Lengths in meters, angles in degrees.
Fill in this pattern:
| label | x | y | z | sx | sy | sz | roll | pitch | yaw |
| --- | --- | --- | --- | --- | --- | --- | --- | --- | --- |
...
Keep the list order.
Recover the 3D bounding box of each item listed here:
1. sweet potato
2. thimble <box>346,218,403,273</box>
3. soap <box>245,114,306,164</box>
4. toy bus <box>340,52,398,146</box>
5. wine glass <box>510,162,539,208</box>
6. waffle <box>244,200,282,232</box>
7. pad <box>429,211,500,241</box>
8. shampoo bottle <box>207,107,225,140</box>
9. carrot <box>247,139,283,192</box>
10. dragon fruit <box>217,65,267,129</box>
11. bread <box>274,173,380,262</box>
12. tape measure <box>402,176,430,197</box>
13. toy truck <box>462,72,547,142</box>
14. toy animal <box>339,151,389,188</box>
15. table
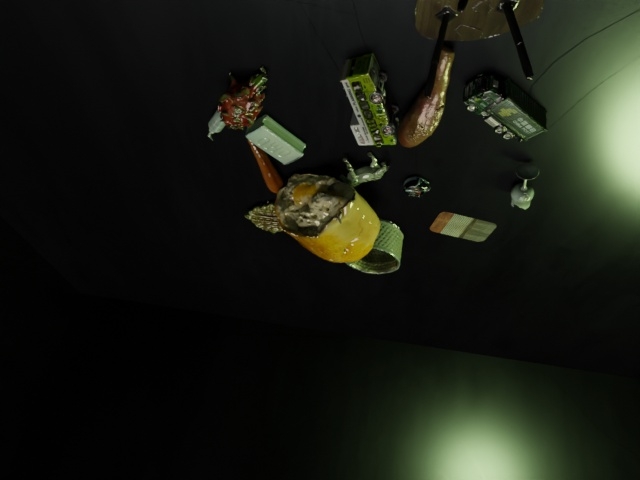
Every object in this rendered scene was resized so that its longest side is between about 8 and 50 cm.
| label | x | y | z | sx | sy | sz | roll | pitch | yaw |
| --- | --- | --- | --- | --- | --- | --- | --- | --- | --- |
| sweet potato | 0.327 | -0.411 | 1.614 | 0.109 | 0.109 | 0.385 | 14 | 145 | -7 |
| thimble | 0.232 | 0.027 | 2.389 | 0.270 | 0.150 | 0.271 | 8 | 152 | 4 |
| soap | -0.161 | -0.356 | 1.915 | 0.198 | 0.063 | 0.114 | 32 | 147 | -33 |
| toy bus | 0.149 | -0.421 | 1.649 | 0.139 | 0.113 | 0.302 | -2 | 147 | 23 |
| wine glass | 0.721 | -0.188 | 1.905 | 0.079 | 0.079 | 0.195 | 2 | 149 | 15 |
| waffle | -0.210 | -0.101 | 2.407 | 0.214 | 0.054 | 0.207 | -24 | 133 | 38 |
| pad | 0.607 | -0.069 | 2.184 | 0.249 | 0.055 | 0.323 | 13 | 169 | -3 |
| shampoo bottle | -0.359 | -0.416 | 1.881 | 0.056 | 0.056 | 0.195 | 24 | 149 | -24 |
| carrot | -0.208 | -0.287 | 2.072 | 0.069 | 0.069 | 0.336 | 0 | 143 | 19 |
| dragon fruit | -0.246 | -0.458 | 1.710 | 0.137 | 0.135 | 0.236 | 17 | 130 | -14 |
| bread | 0.036 | -0.057 | 2.136 | 0.361 | 0.250 | 0.394 | 12 | 158 | 36 |
| tape measure | 0.361 | -0.201 | 2.029 | 0.094 | 0.054 | 0.091 | 15 | 151 | -21 |
| toy truck | 0.543 | -0.391 | 1.588 | 0.259 | 0.088 | 0.121 | 26 | 149 | -28 |
| toy animal | 0.159 | -0.247 | 2.001 | 0.216 | 0.074 | 0.176 | -7 | 154 | 20 |
| table | 0.380 | -0.501 | 1.268 | 0.317 | 0.249 | 0.317 | 8 | 152 | 5 |
